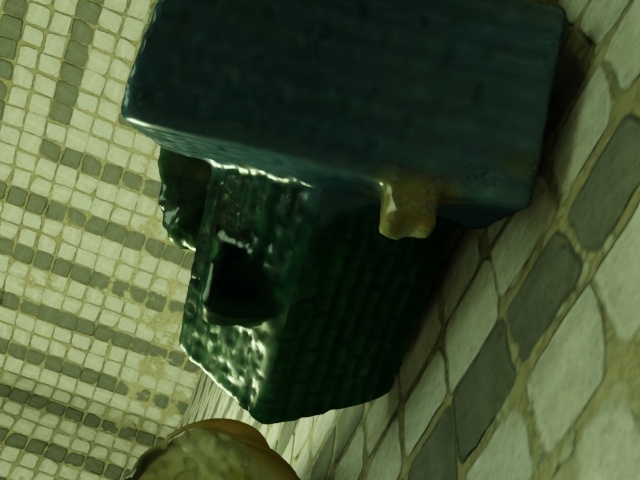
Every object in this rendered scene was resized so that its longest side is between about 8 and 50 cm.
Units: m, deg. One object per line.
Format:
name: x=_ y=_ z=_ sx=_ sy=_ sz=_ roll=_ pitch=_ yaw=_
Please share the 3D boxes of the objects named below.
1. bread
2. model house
bread: x=-0.114 y=0.336 z=0.839 sx=0.316 sy=0.211 sz=0.270 roll=-63 pitch=-2 yaw=-12
model house: x=-0.017 y=-0.063 z=0.751 sx=0.343 sy=0.334 sz=0.382 roll=-77 pitch=1 yaw=-57
